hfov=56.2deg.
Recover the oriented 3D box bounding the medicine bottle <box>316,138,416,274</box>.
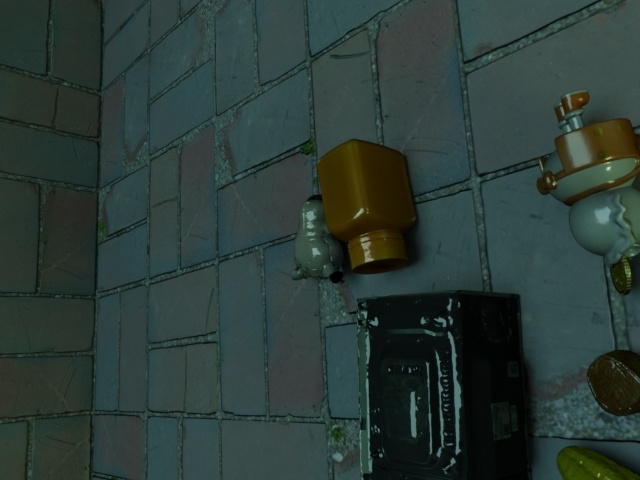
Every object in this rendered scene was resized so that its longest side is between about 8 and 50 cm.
[{"bbox_3d":[0.088,-0.057,1.087,0.112,0.149,0.222,-26,66,44],"label":"medicine bottle"}]

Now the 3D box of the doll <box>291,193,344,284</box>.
[{"bbox_3d":[0.000,0.000,1.222,0.149,0.095,0.192,-9,75,45],"label":"doll"}]

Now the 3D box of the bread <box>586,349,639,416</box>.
[{"bbox_3d":[0.395,0.184,0.781,0.085,0.053,0.085,9,100,56],"label":"bread"}]

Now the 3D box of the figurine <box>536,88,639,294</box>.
[{"bbox_3d":[0.362,-0.065,0.796,0.143,0.143,0.271,-6,78,48],"label":"figurine"}]

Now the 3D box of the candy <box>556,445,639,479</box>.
[{"bbox_3d":[0.378,0.332,0.743,0.094,0.106,0.199,-56,40,3],"label":"candy"}]

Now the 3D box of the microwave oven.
[{"bbox_3d":[0.178,0.229,0.921,0.237,0.181,0.295,-11,75,48],"label":"microwave oven"}]
